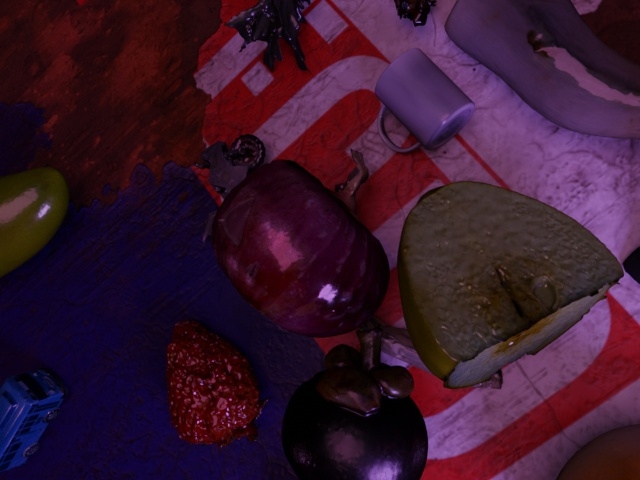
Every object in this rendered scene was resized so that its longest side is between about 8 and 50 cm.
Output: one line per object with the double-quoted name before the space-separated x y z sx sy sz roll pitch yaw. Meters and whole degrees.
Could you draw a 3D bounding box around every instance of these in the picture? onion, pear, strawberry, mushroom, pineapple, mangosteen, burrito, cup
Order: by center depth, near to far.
"pear" 0.210 0.045 0.661 0.293 0.159 0.292 1 62 -2
"mangosteen" 0.055 0.244 0.680 0.212 0.211 0.249 13 89 18
"mushroom" 0.361 -0.258 0.681 0.177 0.126 0.397 -37 71 2
"onion" -0.015 0.027 0.710 0.230 0.256 0.272 47 122 32
"burrito" 0.165 0.170 0.729 0.230 0.063 0.058 22 58 18
"cup" 0.159 -0.213 0.765 0.099 0.136 0.133 -33 74 -23
"strawberry" -0.192 0.237 0.815 0.175 0.098 0.228 -19 80 14
"pineapple" -0.079 -0.476 0.824 0.166 0.165 0.364 1 86 18

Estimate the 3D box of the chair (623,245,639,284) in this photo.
"chair" 0.530 -0.022 0.615 0.140 0.221 0.145 38 54 18

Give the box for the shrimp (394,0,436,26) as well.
"shrimp" 0.225 -0.478 0.778 0.223 0.054 0.290 9 79 18

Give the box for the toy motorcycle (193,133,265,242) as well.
"toy motorcycle" -0.172 -0.089 0.855 0.123 0.080 0.215 13 93 18

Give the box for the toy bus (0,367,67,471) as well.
"toy bus" -0.591 0.350 0.927 0.090 0.106 0.184 34 95 20

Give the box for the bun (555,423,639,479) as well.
"bun" 0.418 0.367 0.530 0.299 0.165 0.298 0 76 -2

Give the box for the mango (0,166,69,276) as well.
"mango" -0.648 -0.038 0.962 0.343 0.156 0.192 -30 85 9
